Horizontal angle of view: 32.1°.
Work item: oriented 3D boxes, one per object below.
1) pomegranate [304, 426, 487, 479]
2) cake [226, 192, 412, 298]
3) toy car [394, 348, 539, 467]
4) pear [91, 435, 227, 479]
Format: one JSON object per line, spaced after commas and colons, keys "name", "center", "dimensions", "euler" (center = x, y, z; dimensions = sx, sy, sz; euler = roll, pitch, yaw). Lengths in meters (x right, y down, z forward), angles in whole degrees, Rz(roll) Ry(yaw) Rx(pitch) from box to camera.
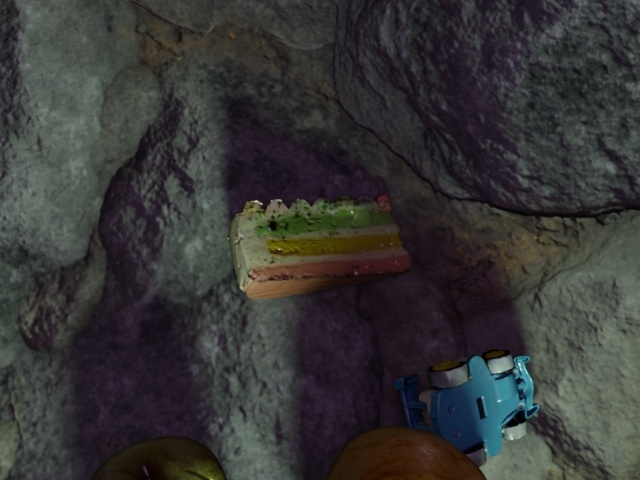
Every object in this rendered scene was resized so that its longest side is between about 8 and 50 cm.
{"name": "pomegranate", "center": [0.076, 0.323, 1.196], "dimensions": [0.248, 0.248, 0.248], "euler": [1, 72, -3]}
{"name": "cake", "center": [-0.007, 0.008, 1.388], "dimensions": [0.225, 0.090, 0.109], "euler": [-5, 69, -24]}
{"name": "toy car", "center": [0.174, 0.189, 1.323], "dimensions": [0.161, 0.098, 0.126], "euler": [-20, 102, -37]}
{"name": "pear", "center": [-0.178, 0.298, 1.228], "dimensions": [0.167, 0.136, 0.167], "euler": [-9, 34, 6]}
